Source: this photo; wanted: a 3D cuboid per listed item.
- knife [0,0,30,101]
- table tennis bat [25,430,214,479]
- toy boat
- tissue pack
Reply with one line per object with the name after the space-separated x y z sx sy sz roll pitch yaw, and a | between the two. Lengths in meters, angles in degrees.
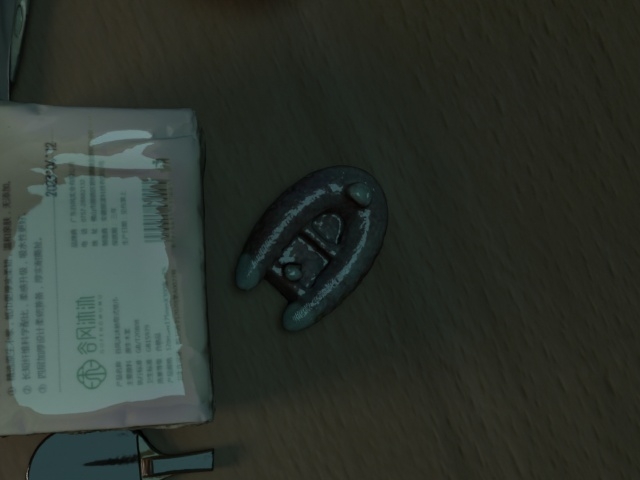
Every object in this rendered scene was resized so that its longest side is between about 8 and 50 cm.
-0.395 -0.269 1.073 0.073 0.040 0.265 8 79 -25 | knife
-0.235 0.275 1.042 0.220 0.019 0.130 -4 83 -14 | table tennis bat
0.000 0.000 1.115 0.155 0.085 0.227 42 73 -5 | toy boat
-0.257 0.035 0.983 0.266 0.194 0.356 -1 80 -15 | tissue pack
